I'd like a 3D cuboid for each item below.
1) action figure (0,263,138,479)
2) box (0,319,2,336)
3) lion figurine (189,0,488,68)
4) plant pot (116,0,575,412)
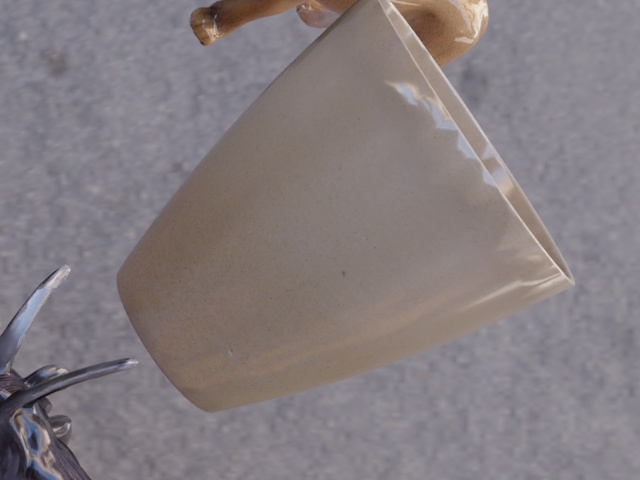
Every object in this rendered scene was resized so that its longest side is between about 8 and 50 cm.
[{"bbox_3d":[-0.171,0.132,0.743,0.164,0.275,0.141,46,38,19],"label":"action figure"},{"bbox_3d":[-0.288,0.063,1.317,0.128,0.122,0.256,-2,110,-7],"label":"box"},{"bbox_3d":[0.039,-0.222,1.602,0.392,0.240,0.142,13,63,-52],"label":"lion figurine"},{"bbox_3d":[0.000,0.000,1.365,0.274,0.256,0.256,-34,110,9],"label":"plant pot"}]
